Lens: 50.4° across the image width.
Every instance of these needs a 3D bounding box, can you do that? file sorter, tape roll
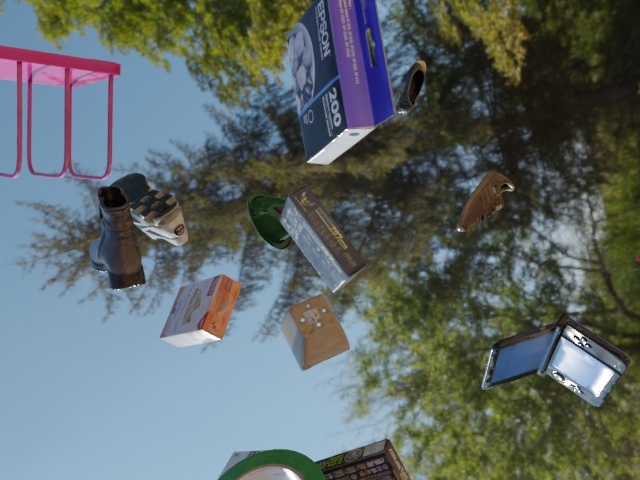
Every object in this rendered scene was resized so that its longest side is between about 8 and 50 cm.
[{"bbox_3d":[-0.482,-0.186,1.028,0.290,0.202,0.182,-2,-84,-39],"label":"file sorter"},{"bbox_3d":[-0.122,0.627,1.528,0.321,0.321,0.077,-72,-34,-48],"label":"tape roll"}]

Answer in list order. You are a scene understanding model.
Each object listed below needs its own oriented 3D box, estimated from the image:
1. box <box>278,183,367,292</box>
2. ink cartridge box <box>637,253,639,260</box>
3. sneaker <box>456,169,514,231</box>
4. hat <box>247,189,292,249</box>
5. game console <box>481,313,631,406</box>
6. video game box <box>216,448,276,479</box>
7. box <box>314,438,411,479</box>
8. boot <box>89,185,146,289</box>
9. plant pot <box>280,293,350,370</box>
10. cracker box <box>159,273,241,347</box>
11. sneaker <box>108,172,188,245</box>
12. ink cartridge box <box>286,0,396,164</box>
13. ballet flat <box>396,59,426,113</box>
[{"bbox_3d":[0.000,0.000,1.591,0.233,0.059,0.183,52,163,7],"label":"box"},{"bbox_3d":[0.622,-0.009,1.118,0.045,0.179,0.145,10,-155,-45],"label":"ink cartridge box"},{"bbox_3d":[0.378,-0.085,1.548,0.188,0.071,0.066,-53,-21,-25],"label":"sneaker"},{"bbox_3d":[-0.068,-0.083,1.809,0.173,0.183,0.209,-4,-112,-58],"label":"hat"},{"bbox_3d":[0.541,0.316,1.596,0.173,0.250,0.293,-45,-27,-19],"label":"game console"},{"bbox_3d":[-0.223,0.689,1.927,0.048,0.187,0.205,52,-136,-19],"label":"video game box"},{"bbox_3d":[0.091,0.621,1.654,0.216,0.270,0.060,61,-159,-10],"label":"box"},{"bbox_3d":[-0.499,-0.030,1.652,0.118,0.338,0.223,-13,-72,-28],"label":"boot"},{"bbox_3d":[-0.012,0.169,1.328,0.109,0.109,0.096,58,162,32],"label":"plant pot"},{"bbox_3d":[-0.312,0.184,1.753,0.067,0.232,0.156,34,-122,-29],"label":"cracker box"},{"bbox_3d":[-0.469,-0.075,1.843,0.122,0.330,0.146,-37,-47,-19],"label":"sneaker"},{"bbox_3d":[0.020,-0.233,0.936,0.045,0.208,0.206,-4,-100,-26],"label":"ink cartridge box"},{"bbox_3d":[0.237,-0.381,1.692,0.057,0.049,0.173,39,-122,-32],"label":"ballet flat"}]
